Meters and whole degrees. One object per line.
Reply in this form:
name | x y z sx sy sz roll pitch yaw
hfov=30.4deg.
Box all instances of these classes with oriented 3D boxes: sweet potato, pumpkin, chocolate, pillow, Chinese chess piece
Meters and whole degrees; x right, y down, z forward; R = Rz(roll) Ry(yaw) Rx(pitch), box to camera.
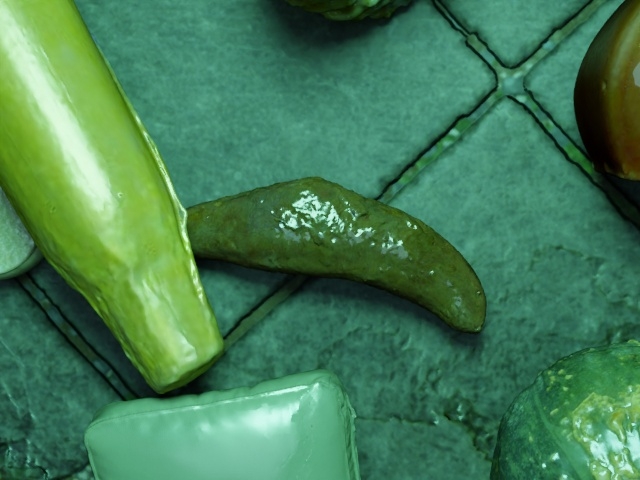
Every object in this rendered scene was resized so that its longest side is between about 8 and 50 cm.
sweet potato | 0.003 -0.003 1.142 0.342 0.092 0.114 14 107 4
pumpkin | 0.308 0.240 1.040 0.292 0.257 0.327 -27 95 15
chocolate | -0.229 -0.062 1.117 0.162 0.162 0.445 -30 85 3
pillow | -0.073 0.294 1.120 0.255 0.120 0.322 -9 100 2
Chinese chess piece | -0.326 -0.021 1.185 0.122 0.051 0.122 0 91 5

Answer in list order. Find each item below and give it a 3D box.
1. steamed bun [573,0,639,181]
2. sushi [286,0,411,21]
steamed bun | 0.428 -0.151 1.043 0.379 0.235 0.248 9 95 5
sushi | 0.029 -0.295 1.059 0.184 0.274 0.139 -38 77 24
